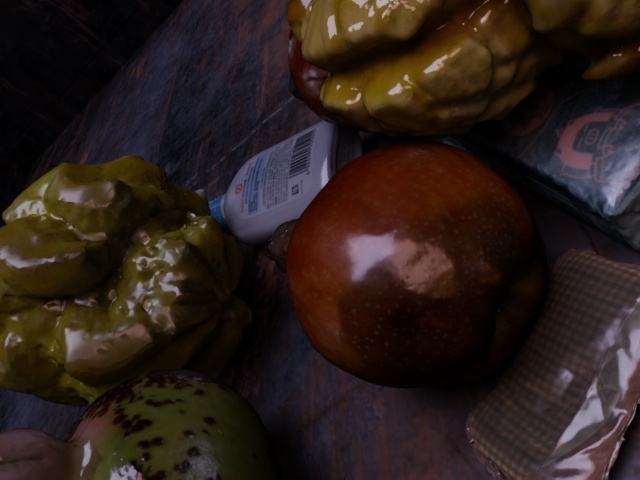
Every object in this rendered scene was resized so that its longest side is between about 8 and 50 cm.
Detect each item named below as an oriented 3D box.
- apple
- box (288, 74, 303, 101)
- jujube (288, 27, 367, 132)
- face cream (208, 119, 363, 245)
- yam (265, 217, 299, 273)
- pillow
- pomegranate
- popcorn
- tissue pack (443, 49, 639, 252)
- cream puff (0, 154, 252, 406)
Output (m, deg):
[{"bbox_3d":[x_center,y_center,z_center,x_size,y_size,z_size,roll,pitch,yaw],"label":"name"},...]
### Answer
[{"bbox_3d":[0.086,0.030,0.538,0.230,0.230,0.230,-31,41,31],"label":"apple"},{"bbox_3d":[0.041,-0.357,1.069,0.230,0.050,0.160,-26,44,36],"label":"box"},{"bbox_3d":[0.085,-0.293,0.825,0.223,0.223,0.318,-16,40,43],"label":"jujube"},{"bbox_3d":[-0.080,-0.072,0.947,0.336,0.080,0.163,-19,55,42],"label":"face cream"},{"bbox_3d":[0.001,-0.001,0.795,0.141,0.079,0.079,-14,51,43],"label":"yam"},{"bbox_3d":[0.206,0.108,0.488,0.211,0.034,0.135,-59,34,-3],"label":"pillow"},{"bbox_3d":[-0.207,0.256,0.595,0.285,0.340,0.285,-30,45,35],"label":"pomegranate"},{"bbox_3d":[0.110,-0.205,0.509,0.265,0.225,0.332,-43,45,-15],"label":"popcorn"},{"bbox_3d":[0.256,-0.156,0.589,0.228,0.103,0.316,-49,35,6],"label":"tissue pack"},{"bbox_3d":[-0.254,0.059,0.811,0.275,0.378,0.379,-13,52,54],"label":"cream puff"}]
